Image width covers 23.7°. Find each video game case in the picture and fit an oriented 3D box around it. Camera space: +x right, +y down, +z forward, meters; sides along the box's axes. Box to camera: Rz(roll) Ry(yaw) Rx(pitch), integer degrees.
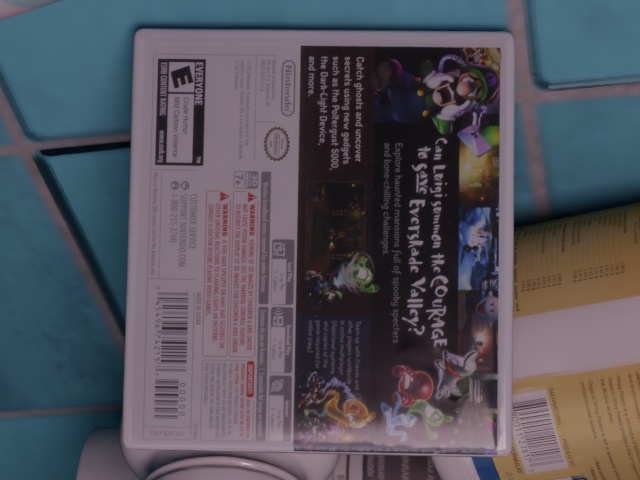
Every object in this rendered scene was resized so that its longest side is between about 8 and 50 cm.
[{"bbox_3d":[0.000,0.000,0.687,0.173,0.190,0.022,1,175,3],"label":"video game case"}]

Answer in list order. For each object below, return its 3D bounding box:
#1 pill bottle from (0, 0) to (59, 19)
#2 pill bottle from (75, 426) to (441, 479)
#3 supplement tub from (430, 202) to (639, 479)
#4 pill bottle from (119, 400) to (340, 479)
[{"bbox_3d":[-0.029,-0.172,0.483,0.264,0.146,0.146,-15,139,21],"label":"pill bottle"},{"bbox_3d":[0.019,0.178,0.909,0.318,0.176,0.176,1,142,2],"label":"pill bottle"},{"bbox_3d":[0.156,0.054,0.766,0.199,0.144,0.144,-11,140,18],"label":"supplement tub"},{"bbox_3d":[-0.043,0.073,0.767,0.112,0.187,0.112,2,143,1],"label":"pill bottle"}]
